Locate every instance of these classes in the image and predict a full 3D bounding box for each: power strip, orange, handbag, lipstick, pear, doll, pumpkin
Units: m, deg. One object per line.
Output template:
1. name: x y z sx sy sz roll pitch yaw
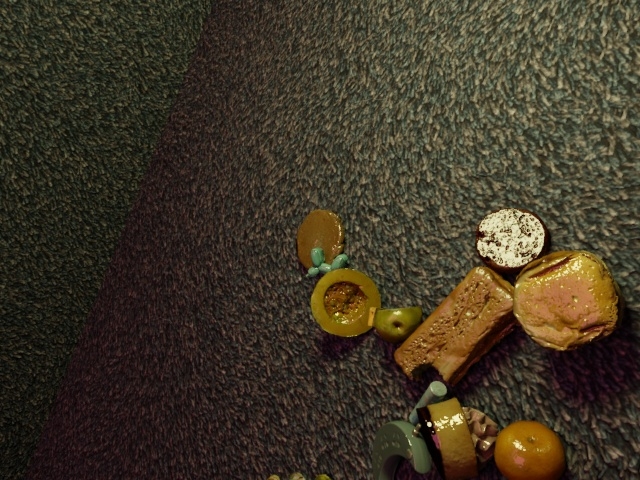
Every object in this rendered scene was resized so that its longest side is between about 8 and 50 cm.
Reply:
1. power strip: 0.212 0.568 1.579 0.253 0.054 0.168 122 143 -45
2. orange: 0.480 0.497 1.355 0.159 0.159 0.136 35 145 43
3. handbag: 0.174 0.231 1.749 0.027 0.083 0.061 5 83 44
4. lipstick: 0.286 0.437 1.566 0.048 0.048 0.158 58 144 36
5. pear: 0.224 0.242 1.673 0.141 0.141 0.104 -10 87 40
6. doll: 0.030 0.112 1.909 0.159 0.059 0.159 21 106 17
7. pumpkin: 0.077 0.179 1.826 0.217 0.217 0.110 -58 7 13

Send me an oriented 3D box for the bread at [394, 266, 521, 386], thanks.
1. bread: 0.367 0.250 1.556 0.380 0.109 0.185 -51 57 21

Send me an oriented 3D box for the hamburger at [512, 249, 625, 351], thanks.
1. hamburger: 0.575 0.137 1.364 0.244 0.163 0.245 -8 75 33

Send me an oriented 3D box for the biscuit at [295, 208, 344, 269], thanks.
1. biscuit: 0.000 0.000 2.005 0.226 0.042 0.226 -14 69 40

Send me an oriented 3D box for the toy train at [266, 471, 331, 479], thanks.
1. toy train: -0.064 0.795 1.764 0.260 0.134 0.178 -13 69 40

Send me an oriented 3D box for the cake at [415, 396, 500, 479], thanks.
1. cake: 0.353 0.479 1.461 0.178 0.185 0.208 -21 55 -4

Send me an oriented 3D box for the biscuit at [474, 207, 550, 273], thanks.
1. biscuit: 0.496 -0.002 1.530 0.192 0.049 0.192 -12 62 23
